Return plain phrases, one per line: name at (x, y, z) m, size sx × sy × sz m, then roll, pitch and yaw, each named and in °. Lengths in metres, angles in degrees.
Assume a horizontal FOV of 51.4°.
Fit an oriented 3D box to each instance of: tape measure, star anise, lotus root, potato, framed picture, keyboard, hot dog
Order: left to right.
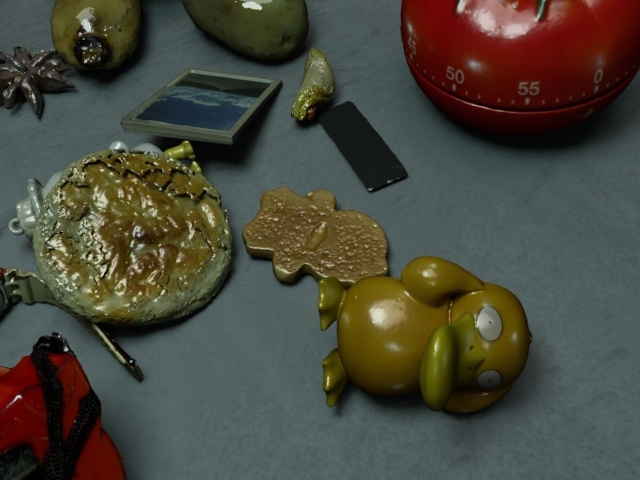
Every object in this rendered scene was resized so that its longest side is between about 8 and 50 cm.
tape measure at (-0.314, 0.266, 0.678) m, size 0.114 × 0.261 × 0.253 m, roll -8°, pitch 20°, yaw 41°
star anise at (-0.538, -0.306, 1.225) m, size 0.182 × 0.065 × 0.195 m, roll 26°, pitch 52°, yaw 16°
lotus root at (-0.416, -0.411, 1.242) m, size 0.160 × 0.146 × 0.284 m, roll -22°, pitch 45°, yaw 9°
framed picture at (-0.190, -0.229, 1.118) m, size 0.189 × 0.023 × 0.260 m, roll 10°, pitch 35°, yaw 12°
potato at (-0.146, -0.427, 1.224) m, size 0.262 × 0.165 × 0.165 m, roll 22°, pitch 59°, yaw 14°
hot dog at (-0.006, -0.264, 1.144) m, size 0.061 × 0.078 × 0.169 m, roll 15°, pitch 61°, yaw -3°
keyboard at (0.065, -0.158, 1.095) m, size 0.074 × 0.015 × 0.196 m, roll -26°, pitch 56°, yaw -9°

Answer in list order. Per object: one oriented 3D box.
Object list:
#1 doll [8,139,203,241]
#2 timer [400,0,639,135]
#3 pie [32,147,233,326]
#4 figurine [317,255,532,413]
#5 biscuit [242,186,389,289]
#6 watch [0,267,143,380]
doll at (-0.325, -0.071, 1.004) m, size 0.293 × 0.138 × 0.119 m, roll -22°, pitch 11°, yaw -13°
timer at (0.315, -0.341, 1.043) m, size 0.377 × 0.279 × 0.378 m, roll -4°, pitch 55°, yaw 5°
pie at (-0.252, -0.005, 0.921) m, size 0.274 × 0.055 × 0.274 m, roll 7°, pitch 70°, yaw -20°
figurine at (0.121, 0.115, 0.798) m, size 0.228 × 0.215 × 0.215 m, roll 8°, pitch 52°, yaw 39°
biscuit at (0.000, 0.000, 0.973) m, size 0.225 × 0.036 × 0.166 m, roll 17°, pitch 58°, yaw 13°
watch at (-0.382, 0.136, 0.873) m, size 0.268 × 0.102 × 0.165 m, roll 33°, pitch 47°, yaw 24°
